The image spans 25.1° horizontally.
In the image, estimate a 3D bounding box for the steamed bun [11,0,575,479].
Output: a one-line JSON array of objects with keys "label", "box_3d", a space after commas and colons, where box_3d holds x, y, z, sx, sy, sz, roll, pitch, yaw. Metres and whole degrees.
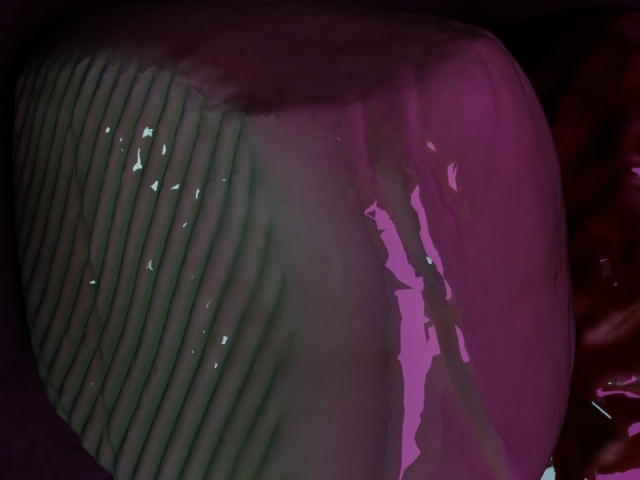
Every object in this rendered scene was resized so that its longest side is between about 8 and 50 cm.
[{"label": "steamed bun", "box_3d": [0.000, 0.000, 0.471, 0.152, 0.238, 0.170, -14, 107, -32]}]

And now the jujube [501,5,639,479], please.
[{"label": "jujube", "box_3d": [0.133, 0.024, 0.580, 0.213, 0.213, 0.232, 5, 93, -36]}]
